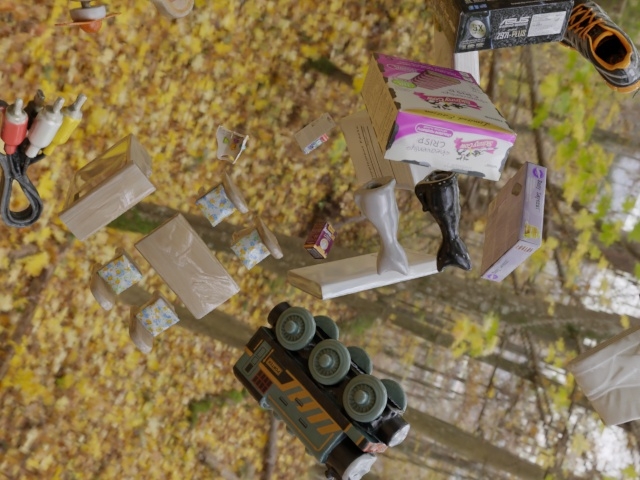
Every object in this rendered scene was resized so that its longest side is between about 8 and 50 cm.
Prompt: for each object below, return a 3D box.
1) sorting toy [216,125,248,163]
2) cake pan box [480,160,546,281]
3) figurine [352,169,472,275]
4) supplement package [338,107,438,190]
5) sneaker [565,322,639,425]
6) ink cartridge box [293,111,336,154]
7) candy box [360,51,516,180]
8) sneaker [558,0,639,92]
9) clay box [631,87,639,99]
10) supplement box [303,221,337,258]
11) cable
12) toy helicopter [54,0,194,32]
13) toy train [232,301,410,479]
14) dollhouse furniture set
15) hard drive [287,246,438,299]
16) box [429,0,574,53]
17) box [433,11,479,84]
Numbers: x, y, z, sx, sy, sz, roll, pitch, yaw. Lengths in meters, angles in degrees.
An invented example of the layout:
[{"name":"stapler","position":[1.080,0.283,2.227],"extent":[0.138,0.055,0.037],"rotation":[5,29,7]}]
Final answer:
[{"name":"sorting toy","position":[-0.213,-0.224,1.826],"extent":[0.075,0.083,0.045],"rotation":[-68,157,0]},{"name":"cake pan box","position":[0.518,-0.043,2.079],"extent":[0.267,0.070,0.246],"rotation":[117,-10,-61]},{"name":"figurine","position":[0.190,-0.025,1.548],"extent":[0.092,0.215,0.209],"rotation":[-49,129,-59]},{"name":"supplement package","position":[0.202,-0.237,1.822],"extent":[0.177,0.293,0.175],"rotation":[-25,107,-19]},{"name":"sneaker","position":[0.644,0.251,1.492],"extent":[0.292,0.169,0.108],"rotation":[-26,170,-5]},{"name":"ink cartridge box","position":[-0.010,-0.290,2.069],"extent":[0.115,0.063,0.029],"rotation":[-34,146,9]},{"name":"candy box","position":[0.151,-0.175,1.042],"extent":[0.233,0.159,0.071],"rotation":[-99,-158,-58]},{"name":"sneaker","position":[0.437,-0.331,1.223],"extent":[0.084,0.215,0.083],"rotation":[-45,155,15]},{"name":"clay box","position":[0.878,-0.433,1.920],"extent":[0.222,0.053,0.127],"rotation":[-53,171,29]},{"name":"supplement box","position":[0.000,0.000,1.988],"extent":[0.055,0.043,0.083],"rotation":[45,58,-33]},{"name":"cable","position":[-0.440,-0.107,1.117],"extent":[0.139,0.072,0.287],"rotation":[-11,142,-43]},{"name":"toy helicopter","position":[-0.370,-0.467,1.380],"extent":[0.355,0.140,0.235],"rotation":[8,90,-52]},{"name":"toy train","position":[-0.001,0.257,1.324],"extent":[0.190,0.334,0.142],"rotation":[-51,152,6]},{"name":"dollhouse furniture set","position":[-0.321,0.006,1.558],"extent":[0.362,0.394,0.256],"rotation":[-35,-156,2]},{"name":"hard drive","position":[0.118,0.083,2.056],"extent":[0.353,0.233,0.047],"rotation":[-11,101,-22]},{"name":"box","position":[0.278,-0.376,1.198],"extent":[0.077,0.180,0.147],"rotation":[90,-11,-52]},{"name":"box","position":[0.264,-0.381,1.493],"extent":[0.067,0.063,0.324],"rotation":[-3,89,-30]}]
